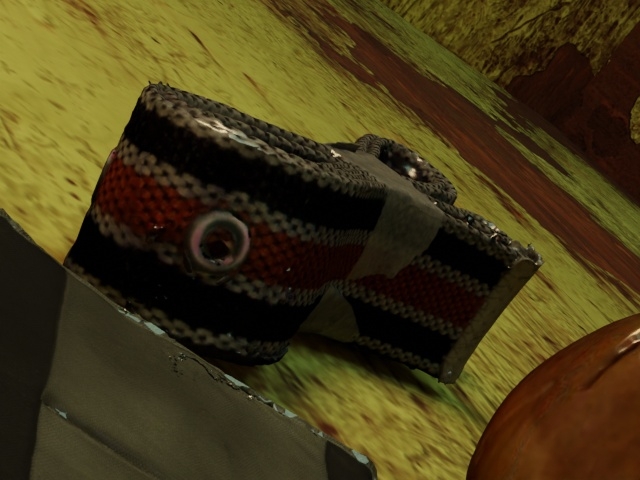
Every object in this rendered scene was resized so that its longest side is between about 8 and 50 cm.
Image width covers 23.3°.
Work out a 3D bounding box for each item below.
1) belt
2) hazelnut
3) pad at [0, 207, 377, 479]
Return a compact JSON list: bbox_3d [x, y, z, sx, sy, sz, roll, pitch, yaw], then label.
[{"bbox_3d":[0.000,0.000,0.718,0.126,0.094,0.359,38,10,21],"label":"belt"},{"bbox_3d":[0.143,0.102,0.635,0.150,0.150,0.150,36,12,-9],"label":"hazelnut"},{"bbox_3d":[-0.036,0.081,0.412,0.174,0.022,0.233,35,14,-21],"label":"pad"}]
